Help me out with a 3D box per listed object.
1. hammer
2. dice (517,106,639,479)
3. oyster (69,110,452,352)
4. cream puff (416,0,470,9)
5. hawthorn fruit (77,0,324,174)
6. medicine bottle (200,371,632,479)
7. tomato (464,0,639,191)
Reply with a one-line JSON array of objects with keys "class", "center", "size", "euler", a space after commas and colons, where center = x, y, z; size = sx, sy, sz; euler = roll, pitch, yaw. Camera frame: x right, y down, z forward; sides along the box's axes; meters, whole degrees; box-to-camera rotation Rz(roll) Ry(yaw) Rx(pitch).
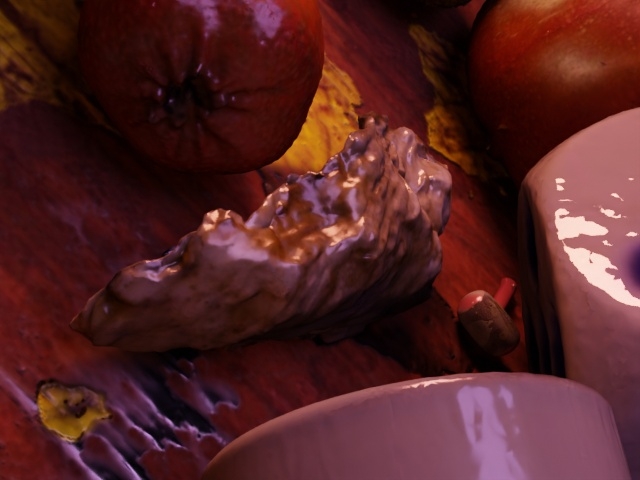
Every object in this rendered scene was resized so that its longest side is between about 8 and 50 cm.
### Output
[{"class": "hammer", "center": [0.132, 0.050, 1.044], "size": [0.052, 0.031, 0.083], "euler": [52, 32, -7]}, {"class": "dice", "center": [0.273, 0.069, 0.937], "size": [0.259, 0.243, 0.251], "euler": [-5, 41, 0]}, {"class": "oyster", "center": [0.001, 0.005, 0.884], "size": [0.110, 0.166, 0.341], "euler": [55, 26, 13]}, {"class": "cream puff", "center": [0.103, -0.269, 1.124], "size": [0.169, 0.183, 0.183], "euler": [54, 42, -19]}, {"class": "hawthorn fruit", "center": [-0.082, -0.161, 0.936], "size": [0.165, 0.165, 0.285], "euler": [27, 26, -26]}, {"class": "medicine bottle", "center": [0.065, 0.215, 0.728], "size": [0.238, 0.238, 0.232], "euler": [12, 56, -36]}, {"class": "tomato", "center": [0.273, -0.130, 1.119], "size": [0.303, 0.239, 0.303], "euler": [25, 47, -31]}]
